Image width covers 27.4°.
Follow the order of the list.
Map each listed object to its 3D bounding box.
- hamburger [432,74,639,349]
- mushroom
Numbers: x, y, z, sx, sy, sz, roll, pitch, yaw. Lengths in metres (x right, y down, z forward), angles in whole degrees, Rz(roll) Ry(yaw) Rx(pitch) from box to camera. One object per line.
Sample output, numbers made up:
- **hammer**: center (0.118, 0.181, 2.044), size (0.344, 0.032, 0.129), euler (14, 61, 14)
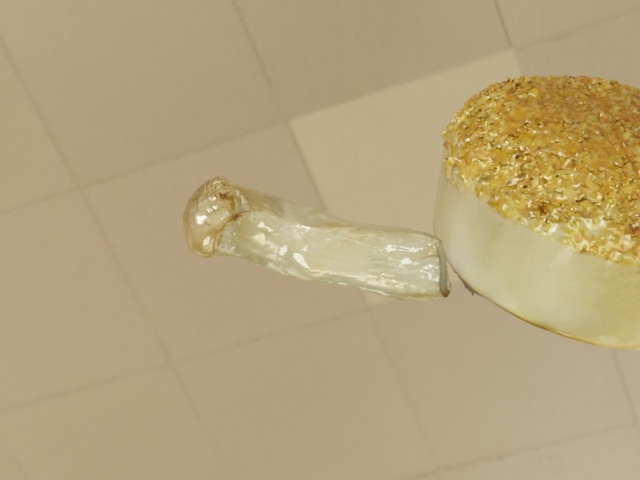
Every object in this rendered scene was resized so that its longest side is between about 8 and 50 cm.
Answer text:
- **hamburger**: center (0.236, -0.039, 1.110), size (0.294, 0.276, 0.179), euler (0, 122, -35)
- **mushroom**: center (0.000, 0.004, 0.943), size (0.202, 0.054, 0.059), euler (15, 94, -2)
